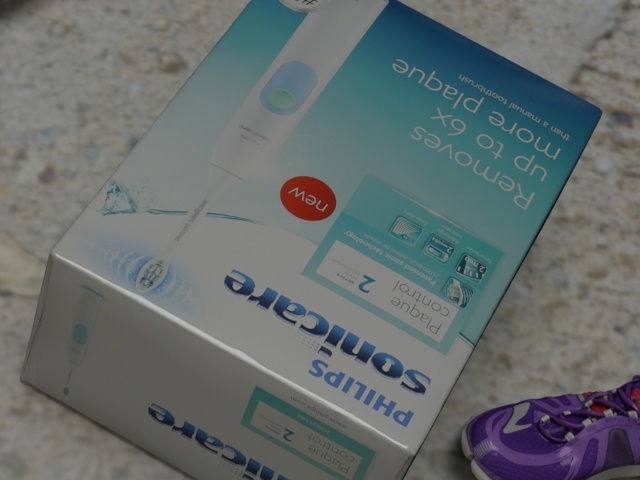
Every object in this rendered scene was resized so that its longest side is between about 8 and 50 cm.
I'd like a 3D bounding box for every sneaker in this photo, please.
[{"bbox_3d":[0.159,0.103,1.089,0.170,0.071,0.068,-7,55,-22],"label":"sneaker"}]

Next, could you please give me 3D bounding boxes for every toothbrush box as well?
[{"bbox_3d":[0.000,0.000,1.085,0.216,0.126,0.295,29,50,6],"label":"toothbrush box"}]
